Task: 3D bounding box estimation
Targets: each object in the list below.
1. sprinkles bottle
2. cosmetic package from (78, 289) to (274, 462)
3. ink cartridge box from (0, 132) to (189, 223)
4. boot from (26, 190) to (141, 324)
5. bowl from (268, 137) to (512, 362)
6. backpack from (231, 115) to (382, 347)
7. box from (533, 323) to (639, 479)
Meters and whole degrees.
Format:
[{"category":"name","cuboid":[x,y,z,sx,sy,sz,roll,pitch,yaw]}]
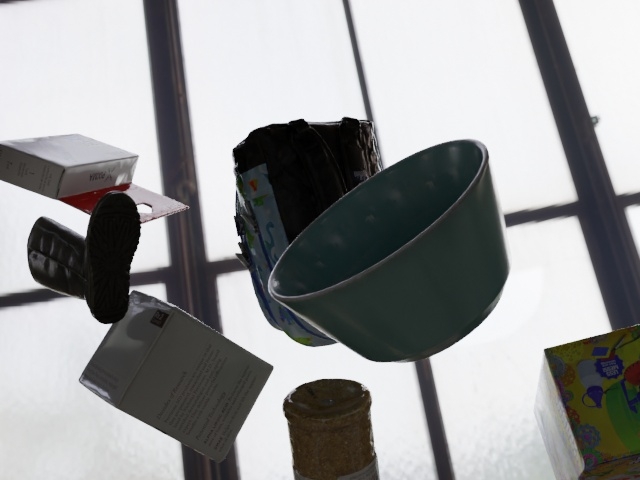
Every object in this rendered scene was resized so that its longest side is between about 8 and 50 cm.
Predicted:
[{"category":"sprinkles bottle","cuboid":[0.028,0.366,1.330,0.121,0.356,0.121,-6,18,2]},{"category":"cosmetic package","cuboid":[-0.197,0.182,1.349,0.183,0.151,0.151,36,-13,-30]},{"category":"ink cartridge box","cuboid":[-0.391,-0.112,1.736,0.261,0.066,0.296,21,13,10]},{"category":"boot","cuboid":[-0.322,0.002,1.323,0.076,0.190,0.208,3,16,-36]},{"category":"bowl","cuboid":[0.108,0.032,1.199,0.311,0.311,0.163,-26,-72,31]},{"category":"backpack","cuboid":[0.000,0.000,1.670,0.290,0.356,0.273,-12,-19,-42]},{"category":"box","cuboid":[0.477,0.247,1.412,0.289,0.177,0.279,-14,-29,1]}]
